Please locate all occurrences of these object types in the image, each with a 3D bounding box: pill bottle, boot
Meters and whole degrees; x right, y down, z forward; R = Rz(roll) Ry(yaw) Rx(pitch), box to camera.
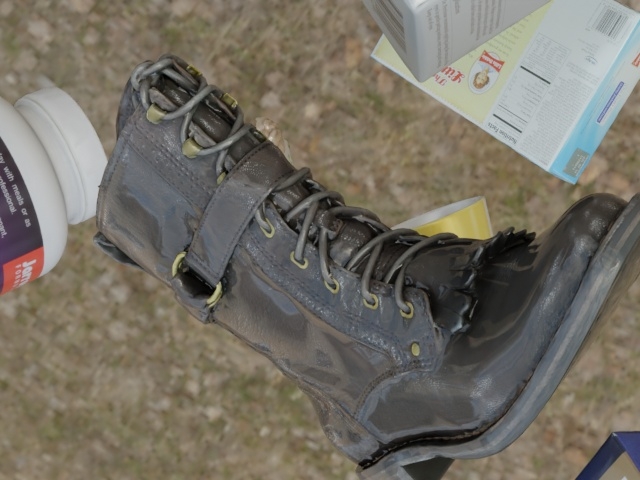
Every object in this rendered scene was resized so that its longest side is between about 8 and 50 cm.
[{"bbox_3d":[-0.347,-0.017,1.154,0.181,0.323,0.182,39,144,36],"label":"pill bottle"},{"bbox_3d":[0.000,0.000,0.600,0.229,0.091,0.263,43,140,4],"label":"boot"}]

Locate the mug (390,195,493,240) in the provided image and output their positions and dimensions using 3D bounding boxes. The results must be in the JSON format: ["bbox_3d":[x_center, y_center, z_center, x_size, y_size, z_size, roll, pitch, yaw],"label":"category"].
[{"bbox_3d":[0.068,0.018,0.740,0.062,0.078,0.064,-17,96,35],"label":"mug"}]

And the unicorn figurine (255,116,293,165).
[{"bbox_3d":[-0.044,-0.026,0.883,0.060,0.111,0.162,-3,153,-28],"label":"unicorn figurine"}]

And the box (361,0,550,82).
[{"bbox_3d":[0.055,-0.150,0.643,0.102,0.087,0.101,58,178,14],"label":"box"}]

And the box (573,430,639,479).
[{"bbox_3d":[0.131,0.182,0.586,0.036,0.136,0.225,6,129,-33],"label":"box"}]

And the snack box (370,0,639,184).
[{"bbox_3d":[0.208,-0.217,1.498,0.060,0.187,0.322,19,-164,-45],"label":"snack box"}]
